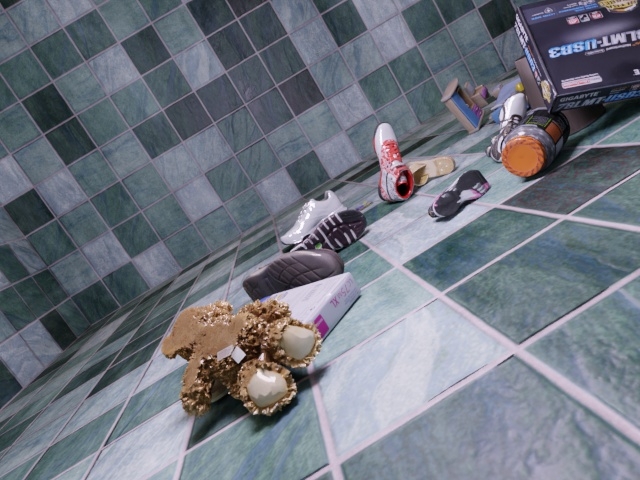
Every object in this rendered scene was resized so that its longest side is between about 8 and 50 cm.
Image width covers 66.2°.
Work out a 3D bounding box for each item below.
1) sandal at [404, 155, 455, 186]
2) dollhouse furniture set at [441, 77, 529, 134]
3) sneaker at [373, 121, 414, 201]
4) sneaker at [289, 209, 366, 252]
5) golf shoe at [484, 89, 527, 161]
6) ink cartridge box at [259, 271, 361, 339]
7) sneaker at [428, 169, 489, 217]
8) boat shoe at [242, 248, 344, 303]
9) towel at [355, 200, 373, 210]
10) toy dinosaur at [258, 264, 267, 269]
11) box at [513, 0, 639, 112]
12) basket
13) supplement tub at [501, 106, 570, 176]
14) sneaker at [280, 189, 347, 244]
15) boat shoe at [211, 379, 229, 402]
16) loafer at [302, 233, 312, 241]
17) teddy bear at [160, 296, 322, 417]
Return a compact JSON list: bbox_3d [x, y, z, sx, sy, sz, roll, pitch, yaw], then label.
[{"bbox_3d":[0.329,-0.222,1.647,0.240,0.088,0.079,-15,15,41],"label":"sandal"},{"bbox_3d":[0.691,-0.625,1.970,0.303,0.198,0.286,-23,31,49],"label":"dollhouse furniture set"},{"bbox_3d":[0.248,-0.261,1.624,0.090,0.269,0.145,-7,9,-20],"label":"sneaker"},{"bbox_3d":[0.004,-0.006,1.523,0.282,0.106,0.162,-33,8,-4],"label":"sneaker"},{"bbox_3d":[0.530,-0.308,1.348,0.077,0.198,0.094,8,22,-12],"label":"golf shoe"},{"bbox_3d":[-0.078,0.170,1.061,0.311,0.065,0.186,-18,18,42],"label":"ink cartridge box"},{"bbox_3d":[0.331,-0.113,1.211,0.178,0.071,0.077,-29,-1,-20],"label":"sneaker"},{"bbox_3d":[-0.065,0.076,1.264,0.356,0.132,0.130,-18,17,46],"label":"boat shoe"},{"bbox_3d":[0.168,-0.135,1.895,0.060,0.009,0.083,-33,11,-6],"label":"towel"},{"bbox_3d":[-0.189,0.098,1.682,0.047,0.090,0.082,-20,36,-31],"label":"toy dinosaur"},{"bbox_3d":[0.642,-0.455,1.145,0.296,0.293,0.073,-9,-27,6],"label":"box"},{"bbox_3d":[0.620,-0.403,1.292,0.204,0.226,0.154,-39,13,-32],"label":"basket"},{"bbox_3d":[0.494,-0.226,1.134,0.117,0.117,0.190,-19,16,48],"label":"supplement tub"},{"bbox_3d":[-0.041,-0.086,1.928,0.297,0.129,0.111,-36,13,-15],"label":"sneaker"},{"bbox_3d":[-0.198,0.270,0.976,0.050,0.045,0.135,-30,11,9],"label":"boat shoe"},{"bbox_3d":[0.000,0.000,1.652,0.061,0.062,0.170,-12,0,-38],"label":"loafer"},{"bbox_3d":[-0.140,0.203,0.874,0.338,0.113,0.245,-11,47,33],"label":"teddy bear"}]
